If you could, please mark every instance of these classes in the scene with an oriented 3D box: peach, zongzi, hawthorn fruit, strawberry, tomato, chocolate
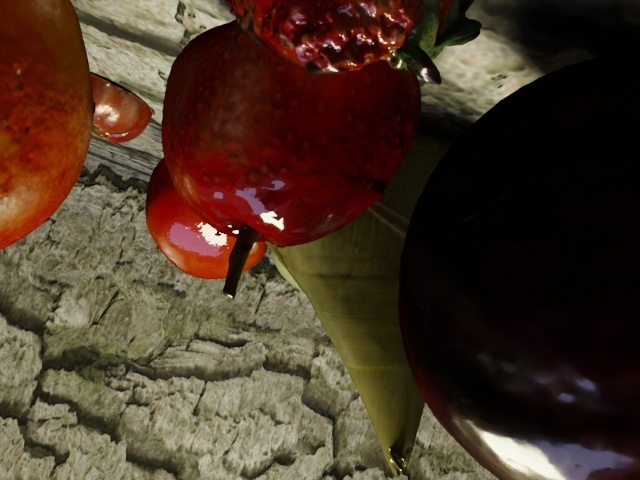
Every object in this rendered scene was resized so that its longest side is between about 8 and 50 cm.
[{"bbox_3d":[-0.402,-0.140,0.625,0.389,0.388,0.388,20,174,2],"label":"peach"},{"bbox_3d":[-0.040,0.002,0.751,0.448,0.417,0.181,17,163,7],"label":"zongzi"},{"bbox_3d":[-0.046,-0.080,0.576,0.230,0.265,0.210,15,166,40],"label":"hawthorn fruit"},{"bbox_3d":[0.015,-0.166,0.418,0.141,0.085,0.192,-4,-143,-15],"label":"strawberry"},{"bbox_3d":[-0.430,-0.251,1.205,0.225,0.085,0.225,23,173,3],"label":"tomato"},{"bbox_3d":[-0.252,-0.054,1.378,0.298,0.226,0.298,55,172,11],"label":"tomato"},{"bbox_3d":[0.229,0.031,0.477,0.331,0.383,0.384,40,167,-23],"label":"chocolate"}]

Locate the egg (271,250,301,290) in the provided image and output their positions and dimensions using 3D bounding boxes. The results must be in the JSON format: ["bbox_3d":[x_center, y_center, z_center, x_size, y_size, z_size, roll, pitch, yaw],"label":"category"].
[{"bbox_3d":[0.000,0.000,1.382,0.219,0.218,0.295,23,-171,-18],"label":"egg"}]
